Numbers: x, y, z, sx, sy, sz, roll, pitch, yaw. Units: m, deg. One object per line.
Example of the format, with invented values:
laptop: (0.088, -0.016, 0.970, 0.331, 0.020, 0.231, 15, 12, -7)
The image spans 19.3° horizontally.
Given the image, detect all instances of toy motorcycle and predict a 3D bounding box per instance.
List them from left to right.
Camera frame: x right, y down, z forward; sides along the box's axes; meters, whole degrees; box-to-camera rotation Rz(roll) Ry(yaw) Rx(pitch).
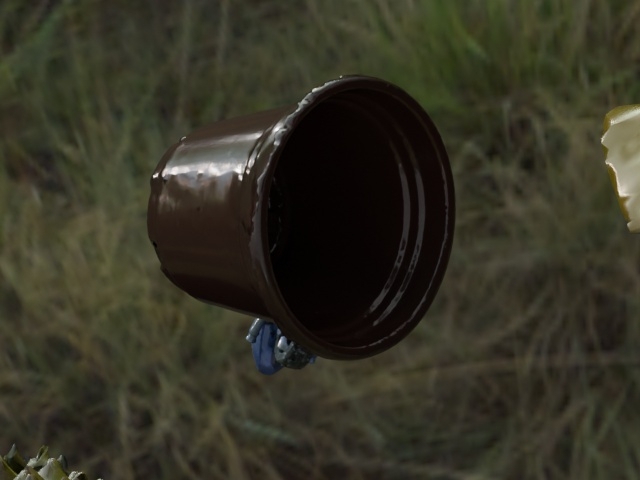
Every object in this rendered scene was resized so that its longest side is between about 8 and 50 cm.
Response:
toy motorcycle: (0.000, 0.000, 1.388, 0.076, 0.114, 0.205, 20, 79, -13)

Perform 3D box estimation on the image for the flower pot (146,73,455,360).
flower pot: (-0.015, -0.011, 0.734, 0.089, 0.111, 0.111, 6, 50, 44)

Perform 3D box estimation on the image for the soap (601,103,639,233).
soap: (0.193, -0.005, 0.664, 0.080, 0.257, 0.160, -42, 74, 25)

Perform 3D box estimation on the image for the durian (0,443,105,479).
durian: (-0.205, 0.255, 1.089, 0.293, 0.258, 0.258, -41, 54, 1)
